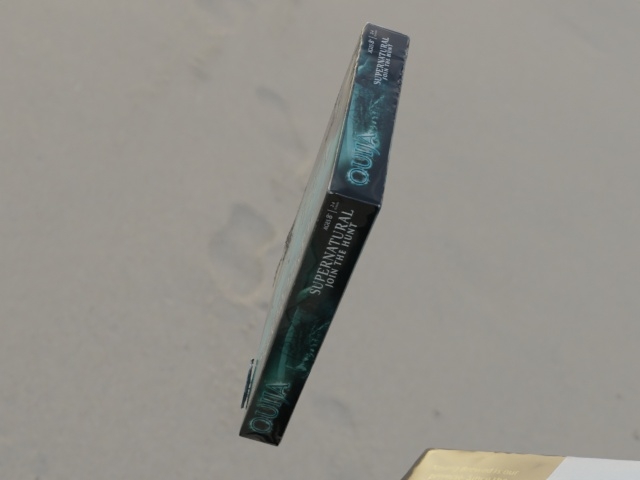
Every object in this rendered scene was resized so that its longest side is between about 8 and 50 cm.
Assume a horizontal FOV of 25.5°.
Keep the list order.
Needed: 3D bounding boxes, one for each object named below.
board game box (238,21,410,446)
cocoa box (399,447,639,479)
[{"bbox_3d":[0.000,0.000,0.710,0.026,0.186,0.126,16,45,-5],"label":"board game box"},{"bbox_3d":[0.169,0.261,0.694,0.228,0.347,0.231,-43,119,-42],"label":"cocoa box"}]
